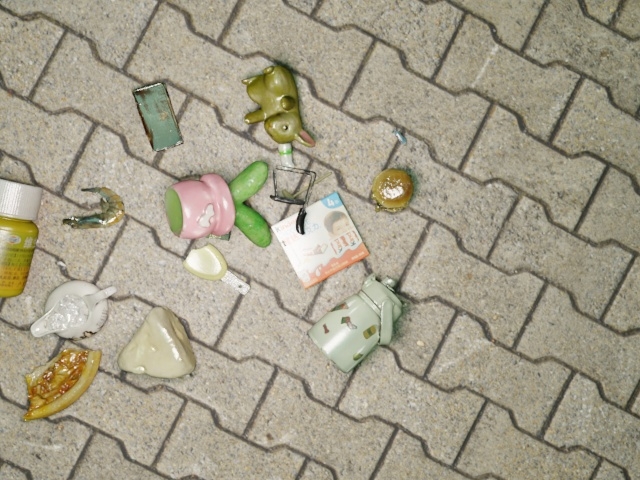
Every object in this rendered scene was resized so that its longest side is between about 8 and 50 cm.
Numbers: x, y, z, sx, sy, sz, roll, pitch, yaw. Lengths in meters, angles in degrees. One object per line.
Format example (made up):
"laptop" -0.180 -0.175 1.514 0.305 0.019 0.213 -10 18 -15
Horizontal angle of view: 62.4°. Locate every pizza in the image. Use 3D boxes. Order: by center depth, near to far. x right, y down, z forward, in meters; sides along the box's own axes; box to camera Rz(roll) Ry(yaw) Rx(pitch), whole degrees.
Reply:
"pizza" -0.931 0.503 1.884 0.365 0.074 0.182 -37 101 -2

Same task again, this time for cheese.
"cheese" -0.559 0.398 1.848 0.251 0.173 0.248 -45 84 -2
"cheese" -0.366 0.109 1.913 0.255 0.050 0.127 34 88 -4

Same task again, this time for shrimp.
"shrimp" -0.815 -0.114 1.891 0.217 0.051 0.150 -11 89 -10

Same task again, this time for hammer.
"hammer" -0.047 -0.206 1.935 0.195 0.028 0.060 -32 86 -5

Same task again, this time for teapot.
"teapot" -0.842 0.234 1.847 0.299 0.166 0.208 -32 81 9

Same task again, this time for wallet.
"wallet" -0.583 -0.442 1.900 0.122 0.031 0.232 -18 94 -6

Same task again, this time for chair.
"chair" -0.106 -0.136 1.828 0.145 0.140 0.221 8 93 -7

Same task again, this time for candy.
"candy" 0.291 -0.377 1.943 0.030 0.020 0.083 -37 94 -1

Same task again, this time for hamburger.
"hamburger" 0.251 -0.173 1.892 0.159 0.131 0.185 35 94 1

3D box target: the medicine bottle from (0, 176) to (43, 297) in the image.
"medicine bottle" -1.085 -0.017 1.790 0.224 0.224 0.384 14 91 -3

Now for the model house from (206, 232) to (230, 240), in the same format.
"model house" -0.364 -0.041 1.900 0.083 0.066 0.079 10 93 -4

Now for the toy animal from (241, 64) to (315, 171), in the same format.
"toy animal" -0.144 -0.429 1.841 0.181 0.180 0.363 -15 86 37

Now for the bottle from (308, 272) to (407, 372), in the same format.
"bottle" 0.153 0.286 1.866 0.351 0.229 0.229 -42 93 -4

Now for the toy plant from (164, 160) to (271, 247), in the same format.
"toy plant" -0.336 -0.100 1.793 0.356 0.210 0.317 -16 113 -41

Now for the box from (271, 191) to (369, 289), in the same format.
"box" 0.000 0.000 1.925 0.273 0.048 0.265 -29 91 -1
